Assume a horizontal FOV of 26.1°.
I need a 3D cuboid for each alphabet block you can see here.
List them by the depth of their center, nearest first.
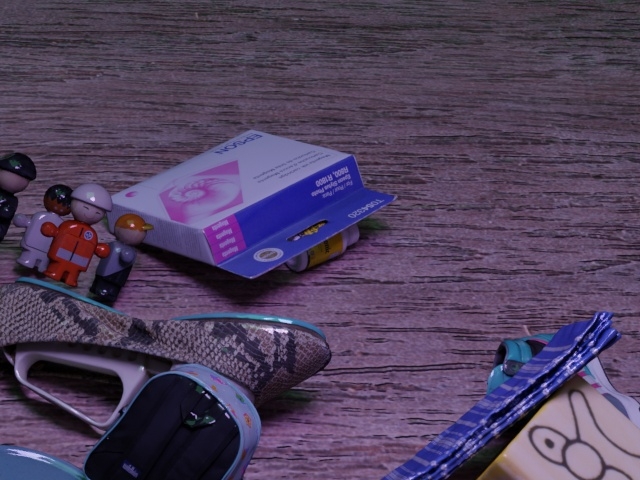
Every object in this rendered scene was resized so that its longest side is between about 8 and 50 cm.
[{"bbox_3d":[0.278,0.306,1.573,0.197,0.193,0.192,43,45,11],"label":"alphabet block"}]

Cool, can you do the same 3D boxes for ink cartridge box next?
[{"bbox_3d":[-0.108,-0.067,2.130,0.330,0.071,0.324,15,33,42],"label":"ink cartridge box"}]

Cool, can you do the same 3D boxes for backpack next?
[{"bbox_3d":[-0.161,0.243,1.644,0.166,0.188,0.144,38,19,16],"label":"backpack"}]

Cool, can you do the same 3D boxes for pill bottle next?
[{"bbox_3d":[0.000,0.000,2.118,0.116,0.065,0.065,-22,44,-32],"label":"pill bottle"}]

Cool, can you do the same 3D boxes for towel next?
[{"bbox_3d":[0.198,0.200,1.640,0.336,0.243,0.040,-38,87,-6],"label":"towel"}]

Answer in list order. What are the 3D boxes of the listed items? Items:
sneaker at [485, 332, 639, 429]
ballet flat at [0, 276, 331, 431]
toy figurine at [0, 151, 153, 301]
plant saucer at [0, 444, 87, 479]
[{"bbox_3d":[0.303,0.217,1.799,0.178,0.124,0.295,-1,28,-16],"label":"sneaker"},{"bbox_3d":[-0.233,0.172,1.809,0.483,0.164,0.182,9,57,15],"label":"ballet flat"},{"bbox_3d":[-0.366,-0.020,1.965,0.213,0.148,0.209,19,-5,23],"label":"toy figurine"},{"bbox_3d":[-0.351,0.335,1.567,0.318,0.043,0.317,16,31,-10],"label":"plant saucer"}]
